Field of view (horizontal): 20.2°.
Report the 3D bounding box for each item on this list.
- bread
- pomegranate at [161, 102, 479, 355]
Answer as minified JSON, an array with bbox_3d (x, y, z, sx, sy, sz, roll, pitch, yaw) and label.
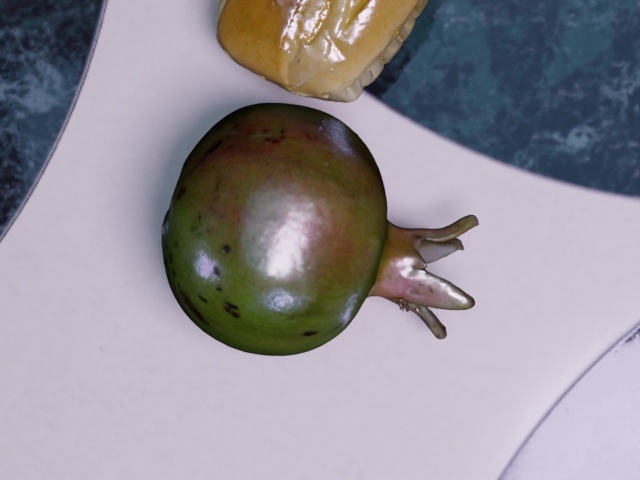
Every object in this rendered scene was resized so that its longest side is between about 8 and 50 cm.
[{"bbox_3d":[0.020,-0.217,1.308,0.140,0.106,0.236,27,88,9],"label":"bread"},{"bbox_3d":[0.000,0.000,1.268,0.224,0.181,0.181,13,87,-10],"label":"pomegranate"}]
